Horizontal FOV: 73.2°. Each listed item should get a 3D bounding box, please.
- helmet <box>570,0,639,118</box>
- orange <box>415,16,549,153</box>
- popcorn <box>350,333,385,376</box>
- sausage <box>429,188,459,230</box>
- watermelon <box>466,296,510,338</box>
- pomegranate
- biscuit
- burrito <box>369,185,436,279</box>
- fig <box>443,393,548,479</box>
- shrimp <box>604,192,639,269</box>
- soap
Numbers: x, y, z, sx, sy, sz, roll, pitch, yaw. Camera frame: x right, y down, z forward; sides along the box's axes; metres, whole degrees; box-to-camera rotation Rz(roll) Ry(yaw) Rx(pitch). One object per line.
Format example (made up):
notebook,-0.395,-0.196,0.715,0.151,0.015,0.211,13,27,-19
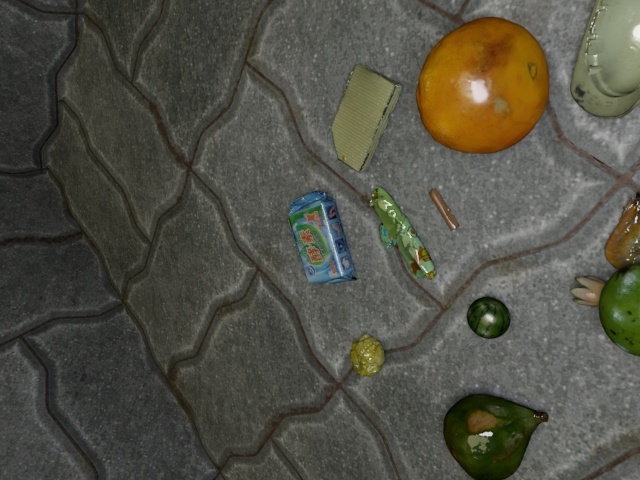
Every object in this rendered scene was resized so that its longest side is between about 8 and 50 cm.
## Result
helmet,0.569,-0.343,0.735,0.204,0.137,0.257,-109,17,-51
orange,0.321,-0.302,0.861,0.261,0.261,0.261,11,108,36
popcorn,0.134,0.348,1.280,0.116,0.106,0.120,43,125,10
sausage,0.308,-0.078,1.081,0.026,0.026,0.116,-38,77,38
watermelon,0.399,0.189,1.029,0.109,0.109,0.108,11,108,36
pomegranate,0.597,0.121,0.816,0.225,0.187,0.186,24,118,61
biscuit,0.111,-0.324,1.158,0.150,0.052,0.252,39,121,29
burrito,0.207,-0.011,1.164,0.104,0.054,0.288,-35,80,41
fig,0.426,0.467,1.047,0.245,0.195,0.195,-20,88,5
shrimp,0.636,-0.011,0.829,0.124,0.034,0.178,25,118,29
soap,0.000,0.000,1.314,0.156,0.077,0.293,-17,90,40
